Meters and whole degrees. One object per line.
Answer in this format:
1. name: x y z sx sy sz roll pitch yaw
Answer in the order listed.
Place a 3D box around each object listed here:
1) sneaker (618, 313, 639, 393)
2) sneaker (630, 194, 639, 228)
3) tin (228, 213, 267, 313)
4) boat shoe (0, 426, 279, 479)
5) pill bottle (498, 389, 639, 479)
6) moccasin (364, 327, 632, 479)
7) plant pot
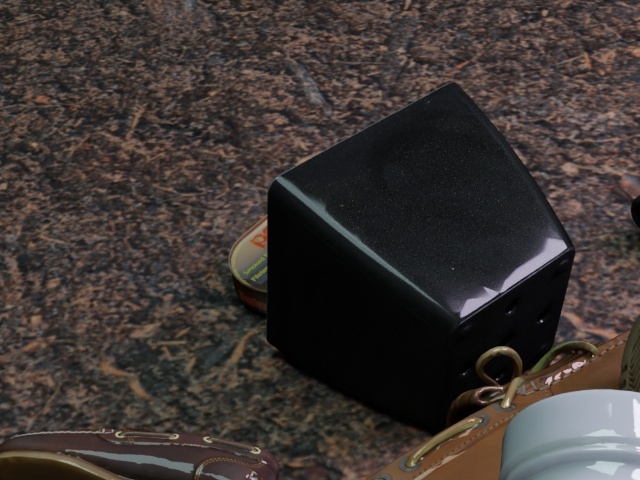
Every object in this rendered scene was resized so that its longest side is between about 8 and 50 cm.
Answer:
1. sneaker: 0.279 0.162 0.814 0.153 0.099 0.282 1 64 -28
2. sneaker: 0.322 -0.057 1.191 0.132 0.086 0.228 -11 38 0
3. tin: 0.000 0.000 1.212 0.106 0.040 0.190 24 47 29
4. boat shoe: -0.132 0.168 0.989 0.207 0.073 0.073 9 38 10
5. pill bottle: 0.143 0.218 0.692 0.152 0.152 0.272 -1 51 9
6. moccasin: 0.125 0.147 0.912 0.380 0.139 0.147 -33 46 -31
7. plant pot: 0.084 0.027 1.056 0.188 0.187 0.167 -31 56 -28
